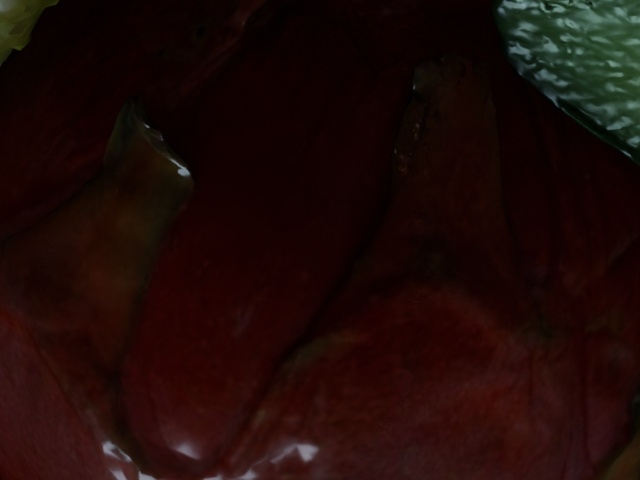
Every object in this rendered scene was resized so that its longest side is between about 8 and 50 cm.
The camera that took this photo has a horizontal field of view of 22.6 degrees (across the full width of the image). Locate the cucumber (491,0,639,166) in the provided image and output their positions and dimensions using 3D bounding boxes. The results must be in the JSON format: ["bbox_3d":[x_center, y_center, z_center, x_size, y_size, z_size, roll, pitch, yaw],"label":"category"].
[{"bbox_3d":[0.155,-0.034,0.344,0.244,0.063,0.115,18,156,-15],"label":"cucumber"}]

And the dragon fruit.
[{"bbox_3d":[0.004,0.005,0.463,0.241,0.252,0.241,24,-134,-27],"label":"dragon fruit"}]

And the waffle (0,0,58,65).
[{"bbox_3d":[-0.193,-0.092,0.311,0.302,0.068,0.325,22,157,-31],"label":"waffle"}]
